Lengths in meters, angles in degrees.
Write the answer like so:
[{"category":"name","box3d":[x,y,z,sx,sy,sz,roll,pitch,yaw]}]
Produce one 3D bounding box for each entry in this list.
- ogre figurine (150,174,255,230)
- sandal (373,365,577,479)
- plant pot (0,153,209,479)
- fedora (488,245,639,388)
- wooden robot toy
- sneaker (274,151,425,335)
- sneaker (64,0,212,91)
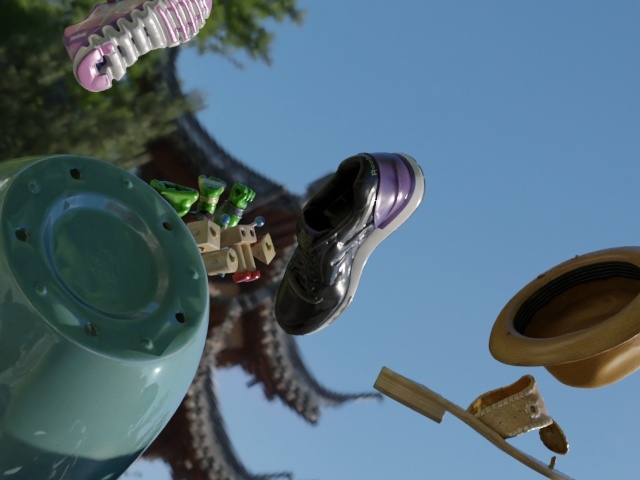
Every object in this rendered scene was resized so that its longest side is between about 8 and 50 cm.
[{"category":"ogre figurine","box3d":[-0.181,-0.021,1.668,0.097,0.197,0.118,22,-72,21]},{"category":"sandal","box3d":[0.171,0.157,1.165,0.240,0.079,0.088,28,-2,-10]},{"category":"plant pot","box3d":[-0.227,0.068,0.998,0.235,0.293,0.293,-39,-103,36]},{"category":"fedora","box3d":[0.255,0.082,1.161,0.079,0.194,0.194,57,-21,-20]},{"category":"wooden robot toy","box3d":[-0.119,0.013,1.422,0.079,0.173,0.076,-9,-94,22]},{"category":"sneaker","box3d":[0.000,0.000,1.527,0.107,0.124,0.283,49,-61,31]},{"category":"sneaker","box3d":[-0.266,-0.312,1.760,0.104,0.236,0.095,44,-20,36]}]
